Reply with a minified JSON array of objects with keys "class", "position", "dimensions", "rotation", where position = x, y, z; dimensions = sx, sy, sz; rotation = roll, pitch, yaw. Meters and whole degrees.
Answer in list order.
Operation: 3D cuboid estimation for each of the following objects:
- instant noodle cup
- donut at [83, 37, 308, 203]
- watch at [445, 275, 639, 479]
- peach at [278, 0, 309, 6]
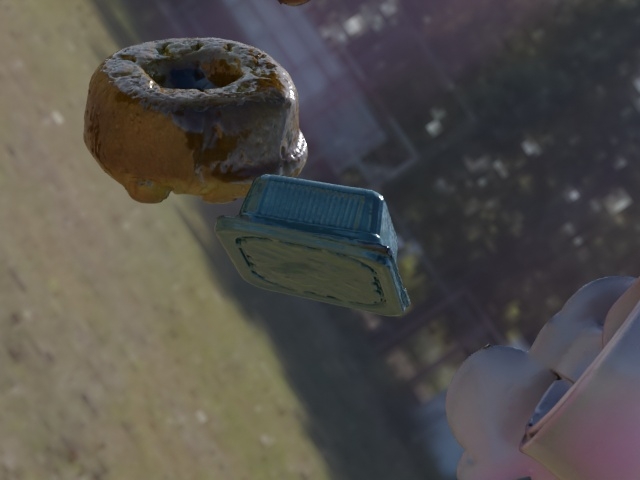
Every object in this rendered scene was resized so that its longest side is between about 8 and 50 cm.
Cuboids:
[{"class":"instant noodle cup","position":[0.000,0.000,1.595],"dimensions":[0.179,0.157,0.070],"rotation":[65,37,-70]},{"class":"donut","position":[-0.125,-0.120,1.828],"dimensions":[0.226,0.227,0.113],"rotation":[-119,-151,-58]},{"class":"watch","position":[0.223,0.127,1.428],"dimensions":[0.211,0.248,0.217],"rotation":[40,-1,4]},{"class":"peach","position":[-0.032,-0.324,1.892],"dimensions":[0.172,0.092,0.127],"rotation":[54,28,-29]}]
